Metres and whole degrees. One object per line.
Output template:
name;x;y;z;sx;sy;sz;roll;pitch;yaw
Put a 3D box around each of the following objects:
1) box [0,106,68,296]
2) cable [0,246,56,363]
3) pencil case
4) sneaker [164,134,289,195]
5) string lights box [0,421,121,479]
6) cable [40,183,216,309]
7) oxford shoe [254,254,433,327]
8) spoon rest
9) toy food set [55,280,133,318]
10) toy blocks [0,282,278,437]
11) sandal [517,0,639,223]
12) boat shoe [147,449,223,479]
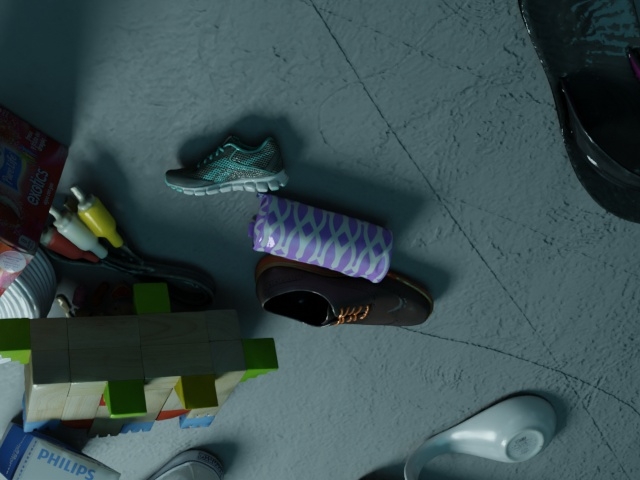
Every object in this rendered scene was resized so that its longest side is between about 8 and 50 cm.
box;-0.413;-0.042;1.183;0.122;0.257;0.128;33;116;-24
cable;-0.507;0.070;1.338;0.257;0.089;0.257;-32;122;26
pencil case;0.000;0.000;1.337;0.206;0.086;0.088;17;153;-11
sneaker;-0.127;-0.104;1.284;0.166;0.065;0.076;-5;107;-3
string lights box;-0.408;0.346;1.453;0.133;0.260;0.077;30;73;-21
cable;-0.284;0.037;1.353;0.139;0.072;0.287;-35;119;25
oxford shoe;0.036;0.096;1.391;0.271;0.098;0.097;9;123;-8
spoon rest;0.263;0.339;1.588;0.276;0.084;0.137;-23;124;-4
toy food set;-0.327;0.093;1.419;0.122;0.019;0.078;-17;123;9
toy blocks;-0.285;0.205;1.400;0.381;0.190;0.261;-1;151;-22
sandal;0.381;-0.166;1.229;0.167;0.107;0.446;-29;120;16
boat shoe;-0.302;0.516;1.609;0.367;0.156;0.136;-41;107;21
